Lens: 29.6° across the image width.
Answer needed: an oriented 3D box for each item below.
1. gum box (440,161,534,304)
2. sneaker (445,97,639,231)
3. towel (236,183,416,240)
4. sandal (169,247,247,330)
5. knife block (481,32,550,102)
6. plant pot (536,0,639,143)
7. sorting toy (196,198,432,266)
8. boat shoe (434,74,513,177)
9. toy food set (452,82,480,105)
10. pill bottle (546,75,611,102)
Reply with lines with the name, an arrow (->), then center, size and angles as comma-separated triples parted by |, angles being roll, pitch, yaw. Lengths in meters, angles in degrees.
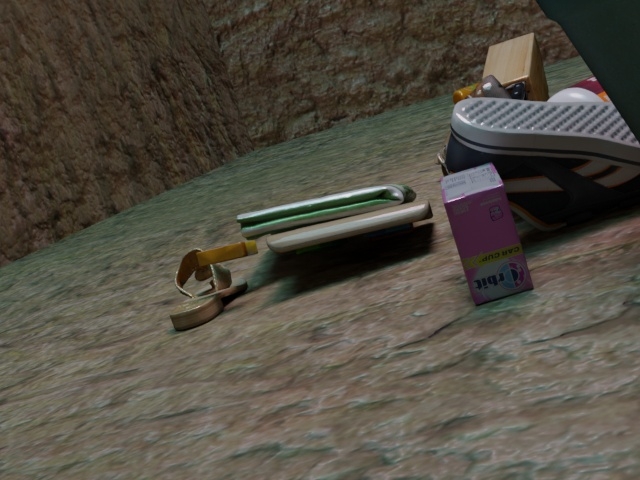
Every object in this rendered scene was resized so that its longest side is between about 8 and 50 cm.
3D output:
gum box -> 0.170, -0.013, 1.258 | 0.062, 0.107, 0.188 | -17, 9, 8
sneaker -> 0.300, -0.086, 1.399 | 0.321, 0.128, 0.126 | 4, 31, -5
towel -> 0.017, -0.041, 1.795 | 0.247, 0.038, 0.325 | -13, -2, 6
sandal -> -0.160, 0.050, 1.643 | 0.088, 0.079, 0.240 | -17, 9, 10
knife block -> 0.319, -0.253, 2.026 | 0.088, 0.276, 0.242 | -15, -20, 20
plant pot -> 0.401, -0.223, 1.196 | 0.341, 0.334, 0.341 | -30, 8, 5
sorting toy -> 0.000, 0.000, 1.619 | 0.307, 0.041, 0.229 | -13, -1, 6
boat shoe -> 0.213, -0.108, 1.566 | 0.116, 0.123, 0.324 | -33, -20, -1
toy food set -> 0.386, -0.288, 2.477 | 0.104, 0.111, 0.232 | -24, 8, -28
pill bottle -> 0.383, -0.165, 1.705 | 0.121, 0.121, 0.221 | -9, 13, 46
